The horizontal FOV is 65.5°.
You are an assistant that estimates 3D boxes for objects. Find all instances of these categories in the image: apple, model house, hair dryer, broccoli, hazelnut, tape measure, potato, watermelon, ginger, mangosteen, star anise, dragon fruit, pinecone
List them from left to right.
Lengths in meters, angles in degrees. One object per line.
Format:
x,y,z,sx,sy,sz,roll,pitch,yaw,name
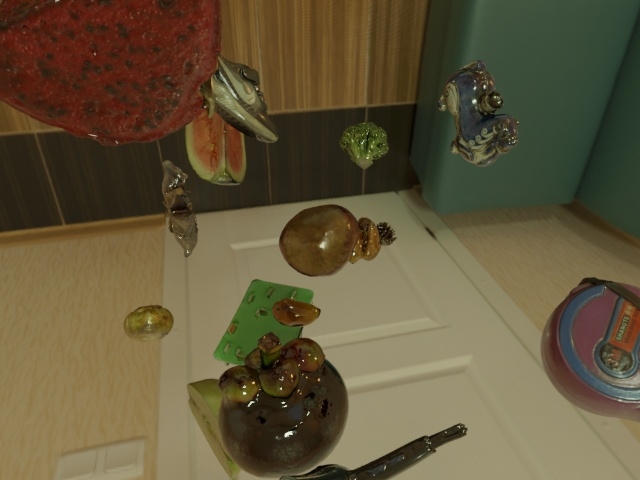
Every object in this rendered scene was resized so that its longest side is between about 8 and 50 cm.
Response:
-0.238,-0.242,0.618,0.317,0.152,0.205,-16,140,10,dragon fruit
-0.400,0.193,1.155,0.107,0.079,0.170,11,156,-19,potato
-0.298,-0.054,1.073,0.063,0.171,0.208,-14,157,-22,star anise
-0.260,-0.247,1.170,0.129,0.303,0.159,-11,162,5,watermelon
-0.400,0.706,1.931,0.320,0.360,0.312,-51,144,7,apple
-0.164,0.350,1.678,0.243,0.357,0.312,10,137,11,model house
-0.079,0.317,1.004,0.275,0.275,0.302,-13,114,-8,mangosteen
0.004,0.009,1.260,0.210,0.186,0.210,-9,131,-11,hazelnut
0.120,-0.010,1.411,0.103,0.162,0.073,-2,145,3,ginger
0.126,-0.287,1.462,0.146,0.137,0.162,-7,152,14,broccoli
0.068,0.261,0.576,0.219,0.075,0.195,-31,145,7,hair dryer
0.215,-0.022,1.660,0.077,0.083,0.077,-8,169,-2,pinecone
0.516,0.192,0.860,0.231,0.245,0.149,-57,157,-18,tape measure

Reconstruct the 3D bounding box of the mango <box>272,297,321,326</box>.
-0.063,0.192,1.300,0.127,0.063,0.077,5,137,-2,mango

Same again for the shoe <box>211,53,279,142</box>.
-0.153,-0.277,0.908,0.228,0.099,0.112,35,81,-23,shoe

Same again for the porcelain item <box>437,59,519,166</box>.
0.439,-0.353,1.372,0.138,0.186,0.287,-5,80,-22,porcelain item
